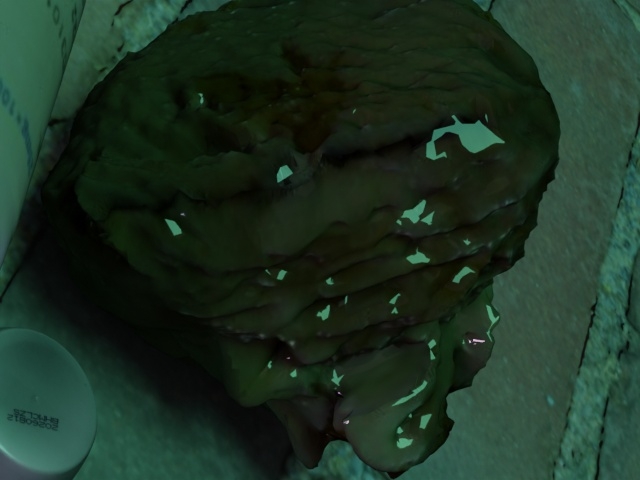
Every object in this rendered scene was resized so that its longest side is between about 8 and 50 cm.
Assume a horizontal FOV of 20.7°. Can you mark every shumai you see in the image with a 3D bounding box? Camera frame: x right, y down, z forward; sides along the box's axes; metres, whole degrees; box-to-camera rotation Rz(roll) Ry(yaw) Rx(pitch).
[{"bbox_3d":[0.000,-0.002,0.906,0.189,0.256,0.218,-105,180,-60],"label":"shumai"}]

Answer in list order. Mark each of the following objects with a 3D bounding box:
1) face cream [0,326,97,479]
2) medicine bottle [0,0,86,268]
[{"bbox_3d":[-0.148,0.083,0.739,0.091,0.095,0.091,29,46,-35],"label":"face cream"},{"bbox_3d":[-0.197,-0.050,0.707,0.170,0.170,0.293,36,42,-29],"label":"medicine bottle"}]
